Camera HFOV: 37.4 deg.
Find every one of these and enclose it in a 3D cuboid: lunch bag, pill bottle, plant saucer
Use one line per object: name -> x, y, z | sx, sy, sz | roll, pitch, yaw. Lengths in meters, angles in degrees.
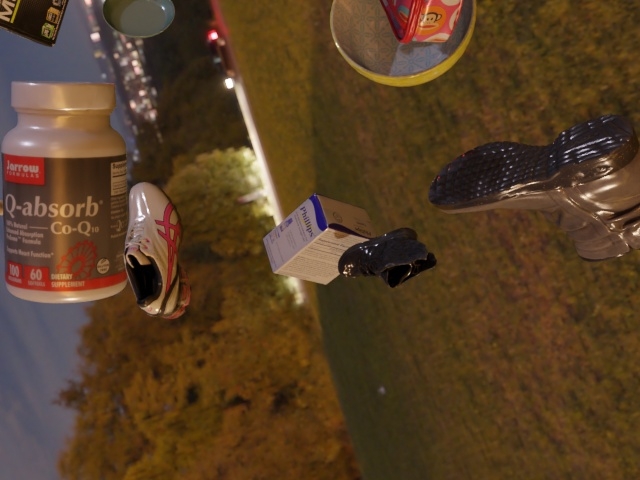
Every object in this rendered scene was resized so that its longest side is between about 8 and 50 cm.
lunch bag -> 0.168, -0.498, 1.700 | 0.258, 0.120, 0.293 | 100, 159, -47
pill bottle -> -0.440, -0.089, 1.629 | 0.210, 0.210, 0.363 | -138, 48, -74
plant saucer -> -0.302, -0.376, 1.573 | 0.021, 0.119, 0.119 | 103, 148, -56

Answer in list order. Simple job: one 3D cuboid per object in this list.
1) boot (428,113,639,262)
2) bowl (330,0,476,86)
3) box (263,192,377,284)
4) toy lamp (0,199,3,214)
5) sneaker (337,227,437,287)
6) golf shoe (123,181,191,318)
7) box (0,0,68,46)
boot -> 0.343, -0.044, 1.390 | 0.223, 0.338, 0.118 | 48, -130, -33
bowl -> 0.176, -0.424, 1.907 | 0.156, 0.289, 0.290 | 49, -162, -68
box -> 0.000, 0.000, 1.546 | 0.126, 0.137, 0.072 | 15, -134, -45
toy lamp -> -0.552, -0.066, 1.784 | 0.274, 0.080, 0.080 | -8, -103, -63
sneaker -> 0.095, 0.036, 1.417 | 0.051, 0.170, 0.089 | 45, -148, -33
golf shoe -> -0.217, 0.006, 1.210 | 0.086, 0.067, 0.186 | 26, -134, -65
box -> -0.439, -0.398, 1.362 | 0.045, 0.191, 0.184 | 20, -178, 34
